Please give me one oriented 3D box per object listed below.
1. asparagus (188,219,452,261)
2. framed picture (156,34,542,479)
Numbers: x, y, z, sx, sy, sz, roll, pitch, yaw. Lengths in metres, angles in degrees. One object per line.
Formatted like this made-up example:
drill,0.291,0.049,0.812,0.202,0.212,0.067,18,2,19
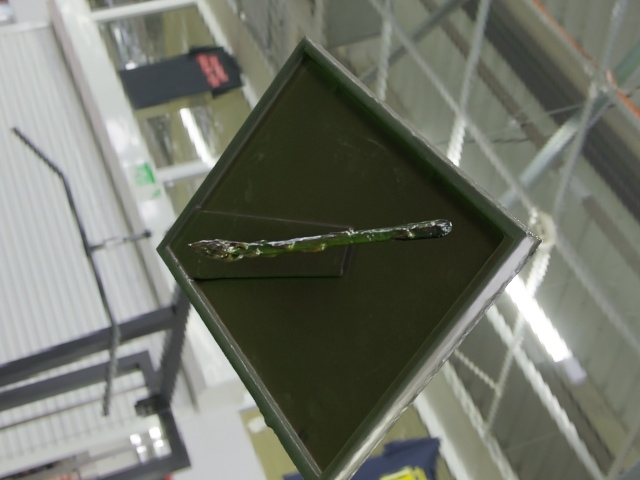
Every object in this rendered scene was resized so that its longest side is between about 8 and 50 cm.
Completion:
asparagus,0.000,0.000,0.925,0.022,0.232,0.023,89,-5,-56
framed picture,-0.004,0.005,1.111,0.326,0.028,0.446,-53,-137,13
